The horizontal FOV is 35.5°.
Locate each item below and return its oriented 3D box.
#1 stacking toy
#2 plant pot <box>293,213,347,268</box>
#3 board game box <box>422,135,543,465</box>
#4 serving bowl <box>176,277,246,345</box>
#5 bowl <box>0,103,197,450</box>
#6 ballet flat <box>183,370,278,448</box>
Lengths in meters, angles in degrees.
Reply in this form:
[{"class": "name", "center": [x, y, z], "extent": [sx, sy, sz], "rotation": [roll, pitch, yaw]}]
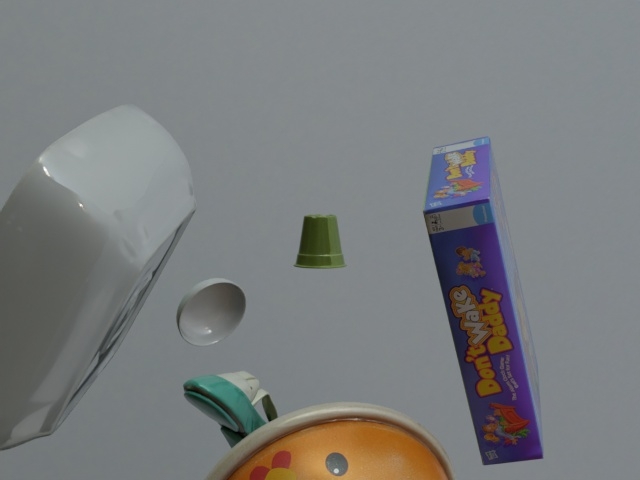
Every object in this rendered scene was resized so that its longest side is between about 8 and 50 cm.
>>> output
[{"class": "stacking toy", "center": [0.068, 0.418, 1.020], "extent": [0.480, 0.350, 0.351], "rotation": [-133, -141, -61]}, {"class": "plant pot", "center": [0.000, 0.000, 1.538], "extent": [0.083, 0.083, 0.079], "rotation": [4, -85, 40]}, {"class": "board game box", "center": [0.211, 0.071, 1.267], "extent": [0.078, 0.233, 0.347], "rotation": [-10, -70, 14]}, {"class": "serving bowl", "center": [-0.124, 0.075, 1.101], "extent": [0.027, 0.083, 0.083], "rotation": [40, -49, 44]}, {"class": "bowl", "center": [-0.103, 0.017, 0.423], "extent": [0.053, 0.142, 0.142], "rotation": [30, -73, -3]}, {"class": "ballet flat", "center": [-0.111, 0.228, 1.361], "extent": [0.083, 0.087, 0.247], "rotation": [18, -27, 31]}]
